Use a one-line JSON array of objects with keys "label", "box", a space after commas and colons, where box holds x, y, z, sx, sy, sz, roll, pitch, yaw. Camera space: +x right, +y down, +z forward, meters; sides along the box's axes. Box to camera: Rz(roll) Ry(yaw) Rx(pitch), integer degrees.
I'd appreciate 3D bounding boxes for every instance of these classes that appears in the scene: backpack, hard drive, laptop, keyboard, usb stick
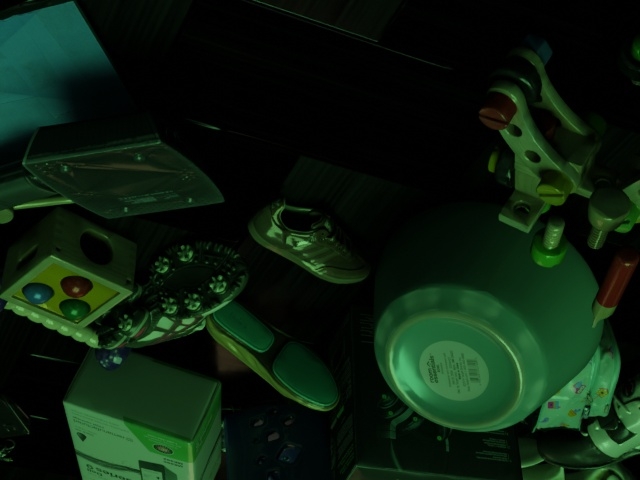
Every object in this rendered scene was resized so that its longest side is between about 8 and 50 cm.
[{"label": "backpack", "box": [0.348, 0.166, 1.623, 0.144, 0.166, 0.188, -6, 134, 2]}, {"label": "hard drive", "box": [-0.217, -0.084, 1.296, 0.172, 0.054, 0.254, -8, 167, 9]}, {"label": "laptop", "box": [-0.424, -0.117, 1.173, 0.382, 0.408, 0.236, -11, 109, 12]}, {"label": "keyboard", "box": [-0.642, 0.323, 1.920, 0.317, 0.033, 0.201, -7, 137, 10]}, {"label": "usb stick", "box": [-0.426, -0.051, 1.373, 0.278, 0.045, 0.077, -13, 170, 28]}]

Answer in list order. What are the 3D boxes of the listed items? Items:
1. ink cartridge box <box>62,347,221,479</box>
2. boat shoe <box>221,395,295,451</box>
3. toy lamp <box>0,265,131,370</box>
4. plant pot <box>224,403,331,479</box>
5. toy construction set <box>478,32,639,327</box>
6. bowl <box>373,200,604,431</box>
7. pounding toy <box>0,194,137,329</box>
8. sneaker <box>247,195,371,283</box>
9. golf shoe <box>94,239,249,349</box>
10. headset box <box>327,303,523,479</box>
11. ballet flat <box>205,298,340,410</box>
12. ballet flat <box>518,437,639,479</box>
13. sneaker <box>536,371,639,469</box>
[{"label": "ink cartridge box", "box": [-0.271, 0.306, 1.786, 0.211, 0.121, 0.289, 16, 144, 8]}, {"label": "boat shoe", "box": [-0.129, 0.296, 1.867, 0.083, 0.065, 0.183, 31, 132, -33]}, {"label": "toy lamp", "box": [-0.393, 0.104, 1.592, 0.080, 0.080, 0.275, -28, 135, 32]}, {"label": "plant pot", "box": [-0.006, 0.388, 1.757, 0.212, 0.236, 0.236, -19, 130, 7]}, {"label": "toy construction set", "box": [0.291, -0.049, 1.242, 0.257, 0.308, 0.237, 6, 148, 4]}, {"label": "bowl", "box": [0.193, 0.121, 1.450, 0.312, 0.163, 0.311, 11, 123, 18]}, {"label": "pounding toy", "box": [-0.343, 0.016, 1.460, 0.206, 0.094, 0.181, 28, 134, -34]}, {"label": "sneaker", "box": [0.000, 0.000, 1.471, 0.188, 0.066, 0.071, 21, 137, -28]}, {"label": "golf shoe", "box": [-0.191, 0.077, 1.564, 0.273, 0.105, 0.120, -22, 156, 32]}, {"label": "headset box", "box": [0.145, 0.256, 1.639, 0.246, 0.283, 0.131, 8, 142, -13]}, {"label": "ballet flat", "box": [-0.070, 0.166, 1.634, 0.232, 0.080, 0.073, 41, 149, 4]}, {"label": "ballet flat", "box": [0.417, 0.437, 2.017, 0.483, 0.164, 0.182, 7, 122, -8]}, {"label": "sneaker", "box": [0.497, 0.272, 1.830, 0.331, 0.122, 0.146, -17, 123, 21]}]
